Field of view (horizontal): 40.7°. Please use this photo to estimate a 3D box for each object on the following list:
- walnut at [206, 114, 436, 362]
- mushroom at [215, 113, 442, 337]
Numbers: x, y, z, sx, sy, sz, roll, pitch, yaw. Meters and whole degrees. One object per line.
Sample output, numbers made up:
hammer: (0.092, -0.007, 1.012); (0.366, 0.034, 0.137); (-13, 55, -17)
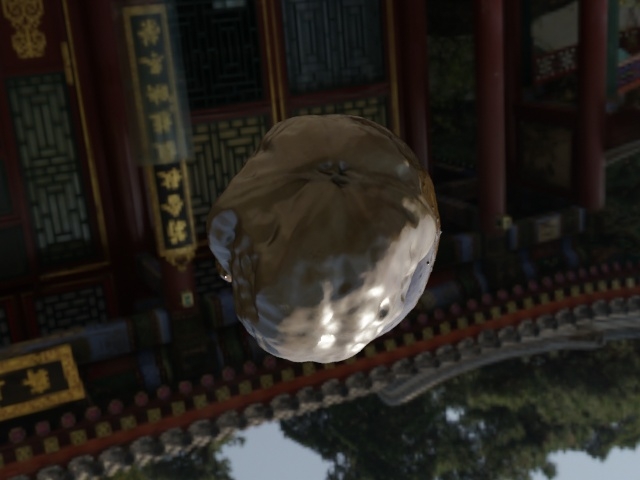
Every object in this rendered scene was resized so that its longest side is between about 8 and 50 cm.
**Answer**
walnut: (-0.001, -0.003, 0.929); (0.227, 0.273, 0.273); (-22, -158, -20)
mushroom: (0.042, -0.005, 1.258); (0.345, 0.345, 0.239); (-15, -132, -30)
